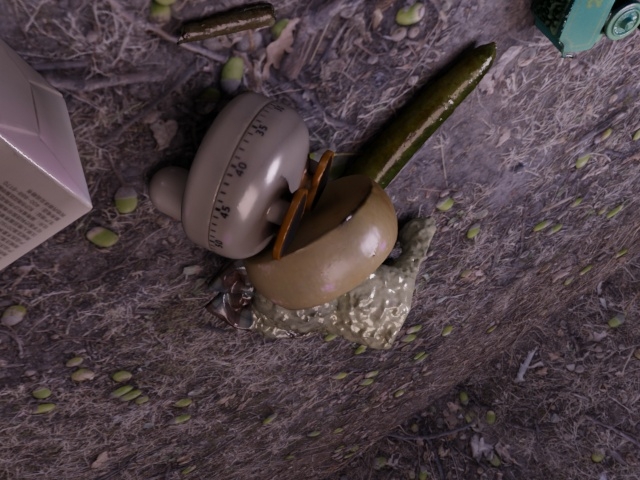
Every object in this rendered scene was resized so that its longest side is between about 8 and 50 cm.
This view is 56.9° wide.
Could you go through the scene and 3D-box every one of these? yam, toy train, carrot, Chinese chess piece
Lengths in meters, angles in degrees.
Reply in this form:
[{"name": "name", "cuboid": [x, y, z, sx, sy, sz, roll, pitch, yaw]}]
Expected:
[{"name": "yam", "cuboid": [-0.120, -0.274, 0.744, 0.129, 0.027, 0.033, -19, 175, -17]}, {"name": "toy train", "cuboid": [0.426, -0.394, 0.913, 0.163, 0.112, 0.203, -12, 141, -13]}, {"name": "carrot", "cuboid": [0.165, -0.195, 1.007, 0.358, 0.074, 0.074, -46, 142, 20]}, {"name": "Chinese chess piece", "cuboid": [0.000, 0.000, 0.916, 0.250, 0.251, 0.097, -32, 111, 4]}]

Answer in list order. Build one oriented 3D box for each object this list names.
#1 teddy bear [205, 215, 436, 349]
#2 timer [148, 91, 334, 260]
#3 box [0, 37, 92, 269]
[{"name": "teddy bear", "cuboid": [0.012, 0.056, 1.185, 0.362, 0.375, 0.327, 23, 132, 2]}, {"name": "timer", "cuboid": [-0.124, -0.095, 0.831, 0.233, 0.240, 0.234, 24, 90, -85]}, {"name": "box", "cuboid": [-0.442, -0.048, 0.631, 0.341, 0.225, 0.143, -34, 143, 4]}]
